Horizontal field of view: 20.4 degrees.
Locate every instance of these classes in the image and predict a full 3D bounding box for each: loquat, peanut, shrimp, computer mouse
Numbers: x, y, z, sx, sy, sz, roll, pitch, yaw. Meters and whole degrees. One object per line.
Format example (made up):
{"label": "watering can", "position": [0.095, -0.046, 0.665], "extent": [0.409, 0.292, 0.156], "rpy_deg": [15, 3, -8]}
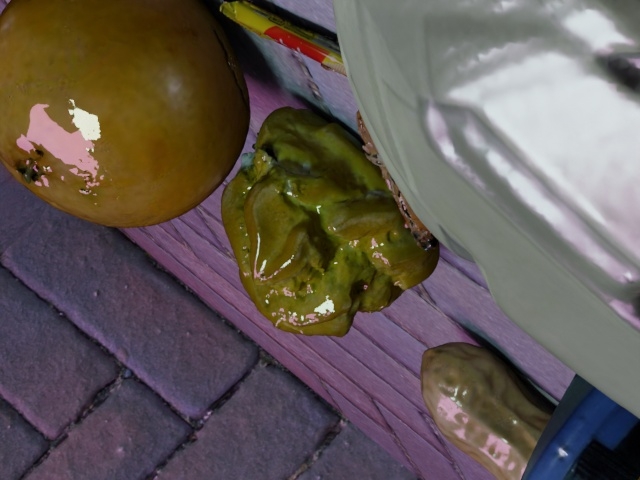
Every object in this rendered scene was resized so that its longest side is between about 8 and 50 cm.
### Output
{"label": "loquat", "position": [-0.188, -0.140, 1.663], "extent": [0.263, 0.263, 0.263], "rpy_deg": [42, 170, 9]}
{"label": "peanut", "position": [0.211, 0.215, 1.922], "extent": [0.274, 0.111, 0.125], "rpy_deg": [43, 166, -2]}
{"label": "shrimp", "position": [0.077, -0.051, 1.543], "extent": [0.091, 0.043, 0.184], "rpy_deg": [44, 167, 46]}
{"label": "computer mouse", "position": [0.117, -0.056, 0.753], "extent": [0.429, 0.145, 0.228], "rpy_deg": [54, 150, 11]}

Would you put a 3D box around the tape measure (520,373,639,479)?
{"label": "tape measure", "position": [0.247, 0.190, 1.290], "extent": [0.138, 0.262, 0.259], "rpy_deg": [26, 164, 29]}

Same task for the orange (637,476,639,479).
{"label": "orange", "position": [0.307, 0.206, 0.895], "extent": [0.340, 0.341, 0.293], "rpy_deg": [39, 127, 23]}

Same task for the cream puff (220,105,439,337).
{"label": "cream puff", "position": [0.004, 0.002, 1.663], "extent": [0.195, 0.194, 0.221], "rpy_deg": [33, 169, 46]}

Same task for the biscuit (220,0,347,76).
{"label": "biscuit", "position": [0.012, -0.147, 1.425], "extent": [0.048, 0.026, 0.292], "rpy_deg": [26, -175, -41]}
